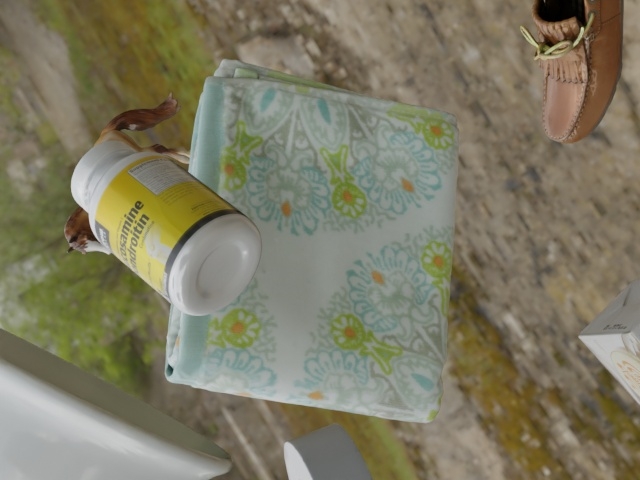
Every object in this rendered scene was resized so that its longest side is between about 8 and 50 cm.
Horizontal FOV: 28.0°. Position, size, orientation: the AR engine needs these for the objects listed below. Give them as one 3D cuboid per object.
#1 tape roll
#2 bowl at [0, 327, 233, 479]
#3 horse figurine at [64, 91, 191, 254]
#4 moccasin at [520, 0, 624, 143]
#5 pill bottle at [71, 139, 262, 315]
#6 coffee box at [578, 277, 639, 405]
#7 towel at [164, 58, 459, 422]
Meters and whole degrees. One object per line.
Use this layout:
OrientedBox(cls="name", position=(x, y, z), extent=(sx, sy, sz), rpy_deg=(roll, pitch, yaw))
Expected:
OrientedBox(cls="tape roll", position=(0.025, 0.349, 1.649), extent=(0.219, 0.072, 0.219), rpy_deg=(162, 90, -77))
OrientedBox(cls="bowl", position=(-0.214, 0.129, 0.810), extent=(0.297, 0.134, 0.298), rpy_deg=(26, 173, 3))
OrientedBox(cls="horse figurine", position=(-0.232, -0.073, 1.610), extent=(0.066, 0.174, 0.263), rpy_deg=(121, 151, -50))
OrientedBox(cls="moccasin", position=(0.354, -0.315, 1.817), extent=(0.139, 0.146, 0.380), rpy_deg=(48, 143, 47))
OrientedBox(cls="pill bottle", position=(-0.147, -0.018, 1.177), extent=(0.184, 0.103, 0.103), rpy_deg=(36, 159, 34))
OrientedBox(cls="coffee box", position=(0.404, 0.157, 1.337), extent=(0.246, 0.098, 0.141), rpy_deg=(48, 169, -4))
OrientedBox(cls="towel", position=(0.000, 0.000, 1.451), extent=(0.090, 0.320, 0.375), rpy_deg=(147, 131, -67))
